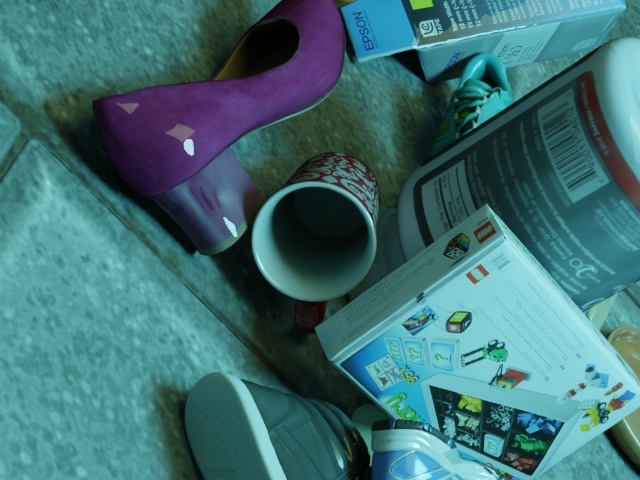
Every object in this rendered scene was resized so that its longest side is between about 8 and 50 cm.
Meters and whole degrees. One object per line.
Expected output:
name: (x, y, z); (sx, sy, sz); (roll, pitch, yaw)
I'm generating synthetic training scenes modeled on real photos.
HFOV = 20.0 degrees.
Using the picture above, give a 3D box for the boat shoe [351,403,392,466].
boat shoe: (0.075, 0.210, 1.696); (0.133, 0.049, 0.042); (50, -1, 5)

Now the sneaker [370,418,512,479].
sneaker: (0.109, 0.229, 1.576); (0.211, 0.080, 0.081); (34, 59, -37)

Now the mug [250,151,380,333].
mug: (-0.007, -0.007, 1.708); (0.113, 0.150, 0.169); (35, 17, -4)

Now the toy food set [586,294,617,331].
toy food set: (0.220, 0.047, 2.011); (0.218, 0.071, 0.128); (38, 62, -25)

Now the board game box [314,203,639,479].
board game box: (0.156, 0.116, 1.680); (0.305, 0.193, 0.053); (45, 14, -42)

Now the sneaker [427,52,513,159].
sneaker: (0.164, -0.120, 2.005); (0.275, 0.107, 0.110); (-72, 161, -59)

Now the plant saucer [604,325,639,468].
plant saucer: (0.382, 0.196, 2.118); (0.200, 0.037, 0.200); (33, 41, -34)

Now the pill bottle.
pill bottle: (0.206, -0.023, 1.763); (0.210, 0.363, 0.210); (33, 40, -33)

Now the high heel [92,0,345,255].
high heel: (-0.086, -0.170, 1.706); (0.181, 0.127, 0.377); (53, 35, -27)

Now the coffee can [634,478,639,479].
coffee can: (0.332, 0.392, 1.734); (0.201, 0.201, 0.275); (45, 35, -19)

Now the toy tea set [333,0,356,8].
toy tea set: (0.095, -0.370, 2.043); (0.336, 0.124, 0.200); (-19, 103, -26)

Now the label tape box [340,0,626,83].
label tape box: (0.152, -0.325, 2.144); (0.347, 0.115, 0.249); (-14, 71, -19)

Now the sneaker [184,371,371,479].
sneaker: (-0.002, 0.244, 1.501); (0.147, 0.104, 0.296); (7, 54, -45)
